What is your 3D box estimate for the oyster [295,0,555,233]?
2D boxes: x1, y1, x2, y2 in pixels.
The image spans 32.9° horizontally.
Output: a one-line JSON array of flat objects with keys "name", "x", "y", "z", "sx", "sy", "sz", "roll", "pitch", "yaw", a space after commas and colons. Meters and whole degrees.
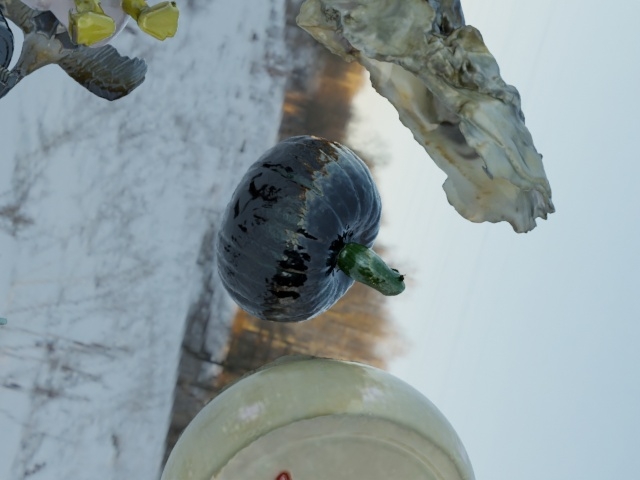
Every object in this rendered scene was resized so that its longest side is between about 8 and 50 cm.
[{"name": "oyster", "x": 0.092, "y": -0.108, "z": 0.783, "sx": 0.107, "sy": 0.233, "sz": 0.161, "roll": -42, "pitch": 175, "yaw": -13}]

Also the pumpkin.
[{"name": "pumpkin", "x": 0.000, "y": 0.000, "z": 1.379, "sx": 0.248, "sy": 0.248, "sz": 0.248, "roll": -163, "pitch": -90, "yaw": -89}]

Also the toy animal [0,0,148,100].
[{"name": "toy animal", "x": -0.324, "y": -0.236, "z": 1.248, "sx": 0.197, "sy": 0.272, "sz": 0.160, "roll": -53, "pitch": -158, "yaw": -21}]

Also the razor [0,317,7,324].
[{"name": "razor", "x": -0.488, "y": 0.173, "z": 1.446, "sx": 0.037, "sy": 0.068, "sz": 0.191, "roll": 64, "pitch": 31, "yaw": -28}]

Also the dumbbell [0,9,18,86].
[{"name": "dumbbell", "x": -0.350, "y": -0.195, "z": 0.969, "sx": 0.099, "sy": 0.208, "sz": 0.099, "roll": -50, "pitch": 164, "yaw": -20}]

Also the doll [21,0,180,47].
[{"name": "doll", "x": -0.285, "y": -0.318, "z": 1.174, "sx": 0.365, "sy": 0.160, "sz": 0.094, "roll": 55, "pitch": -40, "yaw": 32}]

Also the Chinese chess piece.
[{"name": "Chinese chess piece", "x": -0.003, "y": 0.286, "z": 1.131, "sx": 0.140, "sy": 0.338, "sz": 0.338, "roll": -116, "pitch": -138, "yaw": -68}]
